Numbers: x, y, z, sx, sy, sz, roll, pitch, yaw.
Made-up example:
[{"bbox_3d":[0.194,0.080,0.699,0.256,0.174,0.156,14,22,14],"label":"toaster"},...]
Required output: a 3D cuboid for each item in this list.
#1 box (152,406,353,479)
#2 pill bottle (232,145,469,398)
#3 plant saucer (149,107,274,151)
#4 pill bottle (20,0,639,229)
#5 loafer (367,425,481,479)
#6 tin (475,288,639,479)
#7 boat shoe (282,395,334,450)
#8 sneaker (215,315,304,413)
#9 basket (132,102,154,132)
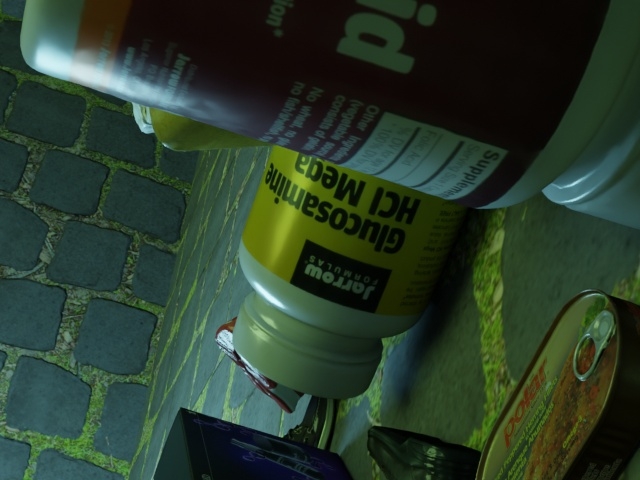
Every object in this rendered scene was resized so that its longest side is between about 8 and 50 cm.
[{"bbox_3d":[-0.056,0.261,1.066,0.261,0.184,0.103,-140,67,-76],"label":"box"},{"bbox_3d":[0.037,-0.033,1.040,0.188,0.188,0.334,-107,35,-69],"label":"pill bottle"},{"bbox_3d":[0.035,-0.241,0.829,0.081,0.333,0.332,-176,81,-65],"label":"plant saucer"},{"bbox_3d":[0.048,-0.147,0.657,0.224,0.392,0.224,-164,90,-77],"label":"pill bottle"},{"bbox_3d":[0.072,0.184,0.900,0.170,0.062,0.061,167,114,-77],"label":"loafer"},{"bbox_3d":[0.149,0.117,0.702,0.106,0.040,0.189,-101,30,-57],"label":"tin"},{"bbox_3d":[-0.022,0.233,1.267,0.056,0.049,0.152,140,146,-72],"label":"boat shoe"},{"bbox_3d":[-0.035,0.099,1.242,0.128,0.087,0.221,-49,-19,-13],"label":"sneaker"},{"bbox_3d":[-0.115,-0.362,1.650,0.266,0.331,0.328,-39,63,59],"label":"basket"}]
